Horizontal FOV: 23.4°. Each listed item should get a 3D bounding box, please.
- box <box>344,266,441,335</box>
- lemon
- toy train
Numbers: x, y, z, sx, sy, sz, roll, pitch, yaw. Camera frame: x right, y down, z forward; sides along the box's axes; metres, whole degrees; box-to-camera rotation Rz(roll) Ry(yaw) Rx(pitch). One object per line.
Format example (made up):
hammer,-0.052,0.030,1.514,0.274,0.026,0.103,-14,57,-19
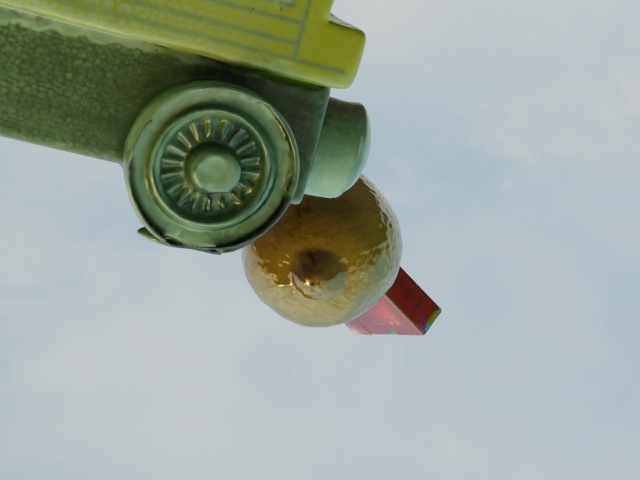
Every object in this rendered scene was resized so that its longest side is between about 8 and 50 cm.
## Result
box,0.066,0.074,2.043,0.048,0.112,0.175,-53,-158,-21
lemon,0.000,0.000,1.760,0.184,0.184,0.248,-7,-152,-1
toy train,-0.160,-0.162,0.909,0.442,0.272,0.179,12,-168,-17
